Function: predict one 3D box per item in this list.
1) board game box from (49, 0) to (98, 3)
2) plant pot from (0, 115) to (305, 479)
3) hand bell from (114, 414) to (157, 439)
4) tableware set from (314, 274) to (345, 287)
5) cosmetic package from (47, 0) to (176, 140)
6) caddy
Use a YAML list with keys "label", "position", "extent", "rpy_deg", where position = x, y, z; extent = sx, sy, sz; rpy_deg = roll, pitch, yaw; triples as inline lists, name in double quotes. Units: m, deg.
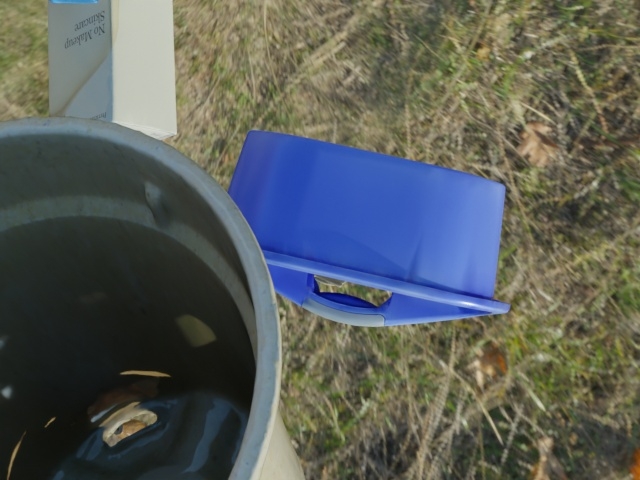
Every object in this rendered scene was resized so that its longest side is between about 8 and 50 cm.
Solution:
- label: "board game box"
  position: [-0.338, -0.489, 1.274]
  extent: [0.064, 0.242, 0.316]
  rpy_deg: [-9, 125, -31]
- label: "plant pot"
  position: [-0.149, 0.146, 0.646]
  extent: [0.334, 0.333, 0.305]
  rpy_deg: [-21, 148, 2]
- label: "hand bell"
  position: [-0.278, 0.319, 1.680]
  extent: [0.126, 0.242, 0.126]
  rpy_deg: [-4, 75, 14]
- label: "tableware set"
  position: [0.000, 0.000, 1.422]
  extent: [0.141, 0.169, 0.020]
  rpy_deg: [31, 124, 13]
- label: "cosmetic package"
  position: [-0.295, -0.287, 1.427]
  extent: [0.113, 0.160, 0.309]
  rpy_deg: [8, 74, -46]
- label: "caddy"
  position: [0.042, 0.002, 1.095]
  extent: [0.341, 0.241, 0.179]
  rpy_deg: [12, 91, 6]
